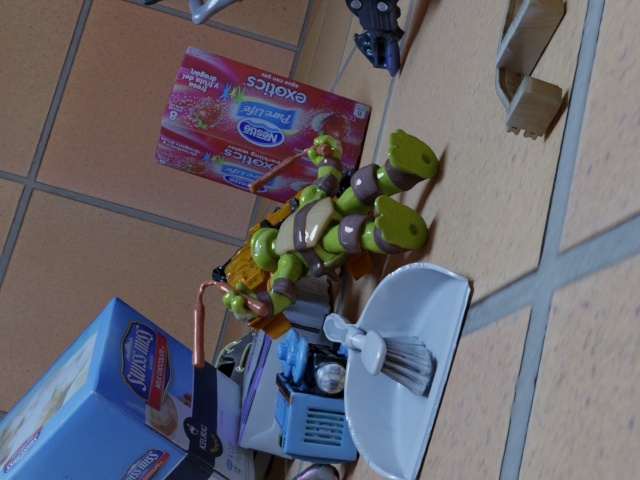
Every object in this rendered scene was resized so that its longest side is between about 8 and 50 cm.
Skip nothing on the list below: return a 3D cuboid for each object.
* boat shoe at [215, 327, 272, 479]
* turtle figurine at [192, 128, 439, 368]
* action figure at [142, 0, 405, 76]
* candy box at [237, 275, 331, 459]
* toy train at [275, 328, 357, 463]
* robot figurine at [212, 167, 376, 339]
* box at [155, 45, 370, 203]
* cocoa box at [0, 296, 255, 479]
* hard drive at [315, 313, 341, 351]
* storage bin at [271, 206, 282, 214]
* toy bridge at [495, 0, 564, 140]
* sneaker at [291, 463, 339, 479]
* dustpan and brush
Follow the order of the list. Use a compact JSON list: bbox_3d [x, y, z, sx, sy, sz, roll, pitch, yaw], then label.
[{"bbox_3d":[-0.102,0.195,1.561,0.324,0.097,0.116,-83,10,-51],"label":"boat shoe"},{"bbox_3d":[0.000,0.000,0.965,0.217,0.087,0.269,-21,31,45],"label":"turtle figurine"},{"bbox_3d":[-0.005,-0.288,1.166,0.178,0.330,0.341,-73,-27,-49],"label":"action figure"},{"bbox_3d":[-0.042,0.137,1.321,0.196,0.070,0.164,-95,21,-71],"label":"candy box"},{"bbox_3d":[-0.004,0.138,0.998,0.184,0.080,0.105,170,109,-82],"label":"toy train"},{"bbox_3d":[-0.024,0.011,1.189,0.211,0.085,0.291,-36,8,5],"label":"robot figurine"},{"bbox_3d":[-0.078,-0.140,1.465,0.128,0.257,0.122,121,166,-65],"label":"box"},{"bbox_3d":[-0.274,0.290,1.310,0.347,0.228,0.231,-46,19,15],"label":"cocoa box"},{"bbox_3d":[-0.002,0.153,1.162,0.094,0.022,0.135,-112,38,-79],"label":"hard drive"},{"bbox_3d":[-0.046,0.033,1.538,0.180,0.084,0.122,140,145,-77],"label":"storage bin"},{"bbox_3d":[0.133,-0.133,0.715,0.063,0.026,0.188,112,171,-49],"label":"toy bridge"},{"bbox_3d":[-0.009,0.228,0.992,0.057,0.047,0.119,-65,-1,-48],"label":"sneaker"},{"bbox_3d":[0.041,0.081,0.820,0.211,0.060,0.147,-155,81,-83],"label":"dustpan and brush"}]
